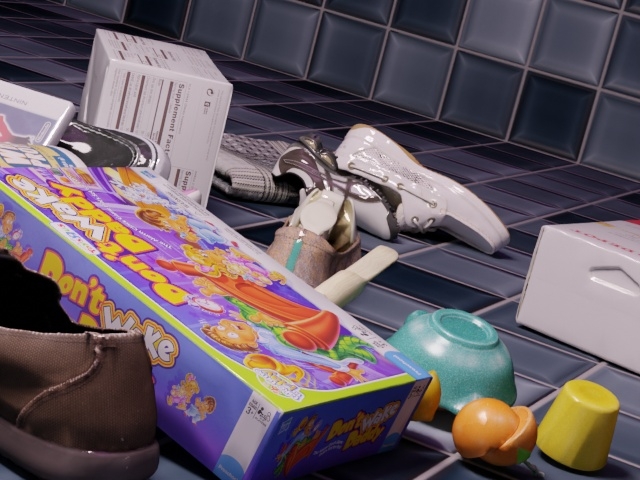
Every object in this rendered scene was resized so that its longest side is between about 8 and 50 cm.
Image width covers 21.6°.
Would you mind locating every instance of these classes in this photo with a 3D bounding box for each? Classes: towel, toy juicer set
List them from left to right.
[{"bbox_3d":[-0.076,-0.113,2.473,0.312,0.056,0.324,6,14,-34],"label":"towel"},{"bbox_3d":[0.094,0.119,1.528,0.209,0.089,0.329,-8,35,-46],"label":"toy juicer set"}]

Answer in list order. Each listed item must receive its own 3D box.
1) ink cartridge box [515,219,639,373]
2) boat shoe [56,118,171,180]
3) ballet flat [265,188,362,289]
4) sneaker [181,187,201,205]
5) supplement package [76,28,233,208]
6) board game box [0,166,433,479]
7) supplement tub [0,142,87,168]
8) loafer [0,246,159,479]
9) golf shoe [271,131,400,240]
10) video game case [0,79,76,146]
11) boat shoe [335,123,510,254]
[{"bbox_3d":[0.408,0.067,2.029,0.226,0.131,0.306,22,16,31],"label":"ink cartridge box"},{"bbox_3d":[-0.314,-0.095,1.792,0.306,0.113,0.105,8,-26,20],"label":"boat shoe"},{"bbox_3d":[0.000,0.000,1.910,0.107,0.106,0.316,15,12,2],"label":"ballet flat"},{"bbox_3d":[-0.182,0.014,1.687,0.095,0.105,0.236,-14,1,-25],"label":"sneaker"},{"bbox_3d":[-0.209,-0.122,1.988,0.145,0.204,0.262,11,12,-13],"label":"supplement package"},{"bbox_3d":[-0.108,0.060,1.383,0.347,0.078,0.233,36,20,25],"label":"board game box"},{"bbox_3d":[-0.313,-0.018,1.524,0.144,0.144,0.199,24,15,37],"label":"supplement tub"},{"bbox_3d":[-0.250,0.062,1.262,0.366,0.130,0.134,22,14,31],"label":"loafer"},{"bbox_3d":[0.018,-0.054,2.288,0.198,0.094,0.077,41,-25,16],"label":"golf shoe"},{"bbox_3d":[-0.376,-0.085,1.715,0.183,0.201,0.023,18,-28,16],"label":"video game case"},{"bbox_3d":[0.135,-0.050,2.362,0.277,0.096,0.098,33,-20,10],"label":"boat shoe"}]
